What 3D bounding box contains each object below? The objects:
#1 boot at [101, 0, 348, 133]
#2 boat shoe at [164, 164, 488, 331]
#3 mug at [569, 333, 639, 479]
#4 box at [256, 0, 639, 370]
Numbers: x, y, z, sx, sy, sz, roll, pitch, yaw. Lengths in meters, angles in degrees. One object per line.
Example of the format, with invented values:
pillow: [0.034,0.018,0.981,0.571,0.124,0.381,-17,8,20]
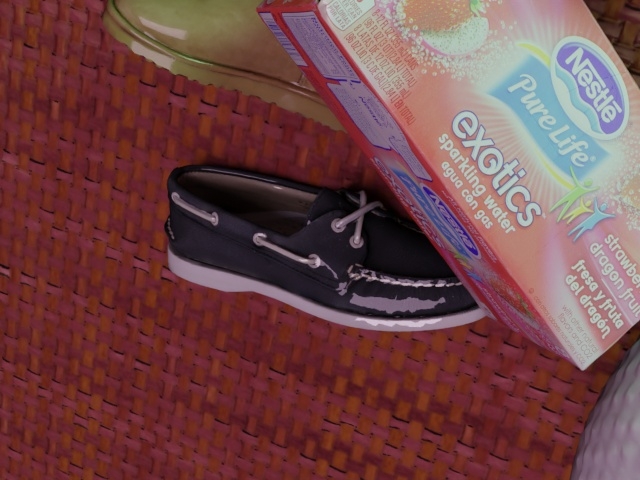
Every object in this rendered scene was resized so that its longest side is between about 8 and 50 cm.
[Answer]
boot: [-0.011,-0.237,0.812,0.236,0.089,0.270,17,118,-14]
boat shoe: [0.000,0.000,0.905,0.302,0.114,0.091,8,118,20]
mug: [0.367,0.168,0.723,0.374,0.276,0.328,37,128,-1]
box: [0.113,-0.080,0.735,0.142,0.154,0.300,-41,108,-5]
